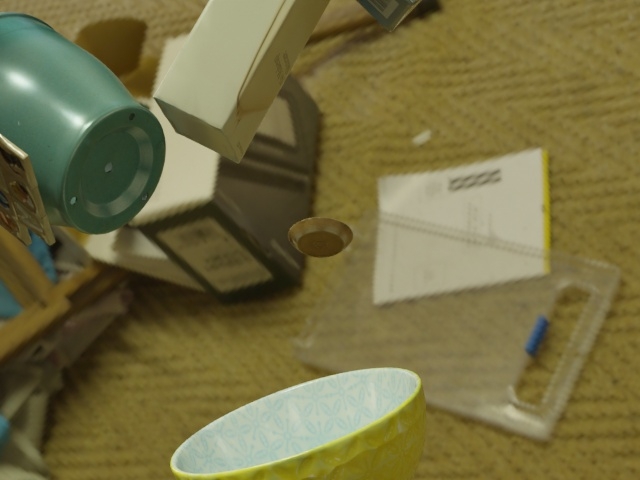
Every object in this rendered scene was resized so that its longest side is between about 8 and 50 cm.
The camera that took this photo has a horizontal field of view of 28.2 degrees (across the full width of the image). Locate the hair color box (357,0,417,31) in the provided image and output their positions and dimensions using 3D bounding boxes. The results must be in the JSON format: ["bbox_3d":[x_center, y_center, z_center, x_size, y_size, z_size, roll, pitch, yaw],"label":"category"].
[{"bbox_3d":[0.200,-0.473,1.769,0.374,0.113,0.185,-47,4,-7],"label":"hair color box"}]

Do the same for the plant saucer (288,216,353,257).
[{"bbox_3d":[0.000,0.000,1.621,0.083,0.083,0.015,-13,54,20],"label":"plant saucer"}]

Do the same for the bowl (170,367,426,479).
[{"bbox_3d":[-0.005,0.265,1.405,0.289,0.156,0.289,-18,7,2],"label":"bowl"}]

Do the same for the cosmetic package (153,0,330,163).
[{"bbox_3d":[-0.096,-0.281,1.763,0.113,0.160,0.309,26,81,10],"label":"cosmetic package"}]

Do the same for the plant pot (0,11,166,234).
[{"bbox_3d":[-0.355,-0.137,1.708,0.255,0.271,0.271,27,72,30],"label":"plant pot"}]

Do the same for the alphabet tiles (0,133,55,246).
[{"bbox_3d":[-0.446,-0.135,1.515,0.342,0.285,0.011,36,63,22],"label":"alphabet tiles"}]
